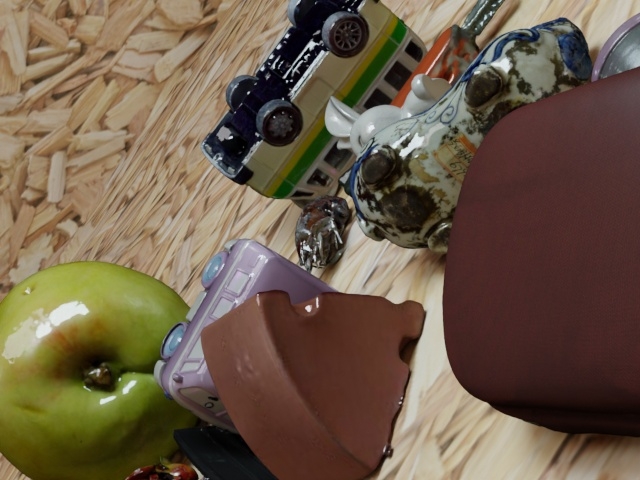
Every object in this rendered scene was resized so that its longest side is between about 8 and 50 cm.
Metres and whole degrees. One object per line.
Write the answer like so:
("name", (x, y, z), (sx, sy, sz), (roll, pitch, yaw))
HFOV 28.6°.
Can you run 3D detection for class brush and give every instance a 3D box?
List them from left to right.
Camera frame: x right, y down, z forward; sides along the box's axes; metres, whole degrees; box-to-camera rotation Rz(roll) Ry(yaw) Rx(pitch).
("brush", (0.133, -0.182, 1.562), (0.323, 0.051, 0.070), (-54, 12, 12))

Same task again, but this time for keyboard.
("keyboard", (-0.099, 0.237, 1.369), (0.250, 0.087, 0.017), (-163, 70, -69))

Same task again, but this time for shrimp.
("shrimp", (0.000, 0.000, 1.555), (0.165, 0.065, 0.056), (-84, 2, -45))

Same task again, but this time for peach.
("peach", (-0.293, 0.178, 1.604), (0.316, 0.314, 0.281), (-24, 51, 60))

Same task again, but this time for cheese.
("cheese", (-0.016, 0.114, 1.217), (0.128, 0.177, 0.203), (-32, 29, 48))

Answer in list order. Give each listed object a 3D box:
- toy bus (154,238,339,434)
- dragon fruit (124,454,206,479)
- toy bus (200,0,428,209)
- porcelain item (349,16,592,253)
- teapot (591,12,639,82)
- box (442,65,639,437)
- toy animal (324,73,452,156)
("toy bus", (-0.081, 0.111, 1.403), (0.202, 0.142, 0.142), (-61, 27, -7))
("dragon fruit", (-0.173, 0.301, 1.362), (0.175, 0.138, 0.142), (-22, 69, 23))
("toy bus", (-0.003, -0.189, 1.687), (0.305, 0.179, 0.143), (-53, 35, 4))
("porcelain item", (0.152, -0.114, 1.276), (0.288, 0.138, 0.186), (-42, 12, 29))
("teapot", (0.304, -0.110, 0.987), (0.146, 0.148, 0.116), (-111, 21, -53))
("box", (0.223, 0.004, 0.858), (0.404, 0.108, 0.263), (-10, 71, 64))
("toy animal", (0.083, -0.121, 1.479), (0.182, 0.131, 0.127), (-21, 27, 31))
